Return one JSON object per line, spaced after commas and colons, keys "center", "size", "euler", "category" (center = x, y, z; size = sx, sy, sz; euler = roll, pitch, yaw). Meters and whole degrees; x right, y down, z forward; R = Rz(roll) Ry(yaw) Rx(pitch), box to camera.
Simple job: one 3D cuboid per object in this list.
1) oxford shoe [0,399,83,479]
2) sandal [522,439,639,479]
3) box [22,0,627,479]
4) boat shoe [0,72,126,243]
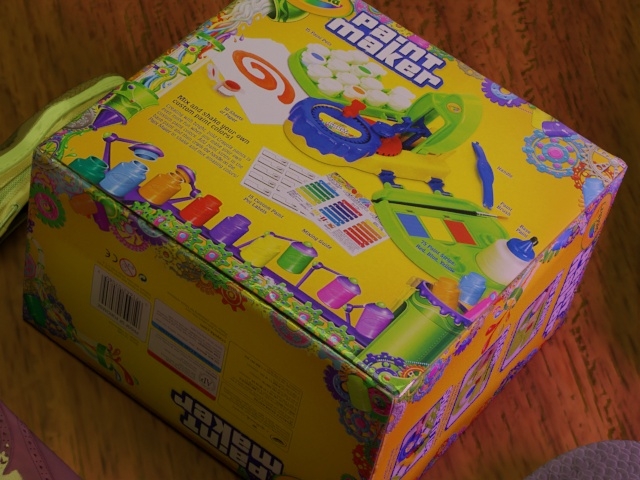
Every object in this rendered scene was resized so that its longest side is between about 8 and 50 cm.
{"center": [-0.197, 0.160, 1.220], "size": [0.098, 0.097, 0.271], "euler": [0, 50, -39], "category": "oxford shoe"}
{"center": [0.142, 0.206, 1.274], "size": [0.254, 0.054, 0.097], "euler": [-23, 50, -18], "category": "sandal"}
{"center": [0.000, 0.000, 1.332], "size": [0.290, 0.177, 0.279], "euler": [34, 51, 18], "category": "box"}
{"center": [-0.196, -0.047, 1.416], "size": [0.072, 0.068, 0.190], "euler": [44, 63, 10], "category": "boat shoe"}
